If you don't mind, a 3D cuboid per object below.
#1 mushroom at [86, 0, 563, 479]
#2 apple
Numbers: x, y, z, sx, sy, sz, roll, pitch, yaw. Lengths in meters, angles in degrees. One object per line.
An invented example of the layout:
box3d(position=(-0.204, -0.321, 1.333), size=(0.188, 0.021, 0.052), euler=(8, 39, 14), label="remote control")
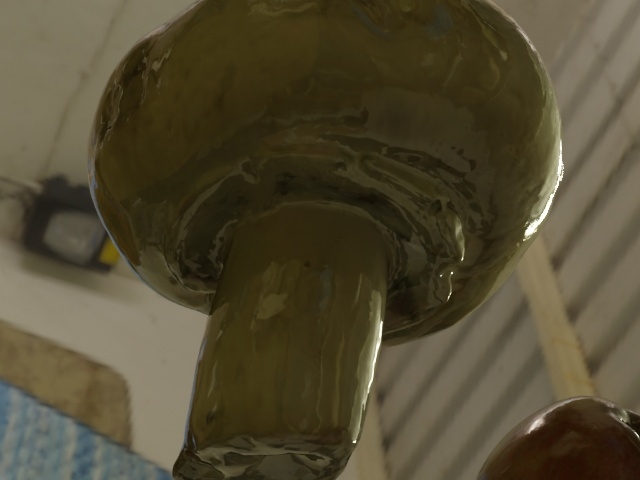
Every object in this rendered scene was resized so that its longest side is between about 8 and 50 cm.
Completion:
box3d(position=(0.000, 0.000, 0.911), size=(0.314, 0.314, 0.336), euler=(-45, -149, 51), label="mushroom")
box3d(position=(0.219, 0.222, 1.177), size=(0.174, 0.188, 0.188), euler=(-58, -158, 12), label="apple")
